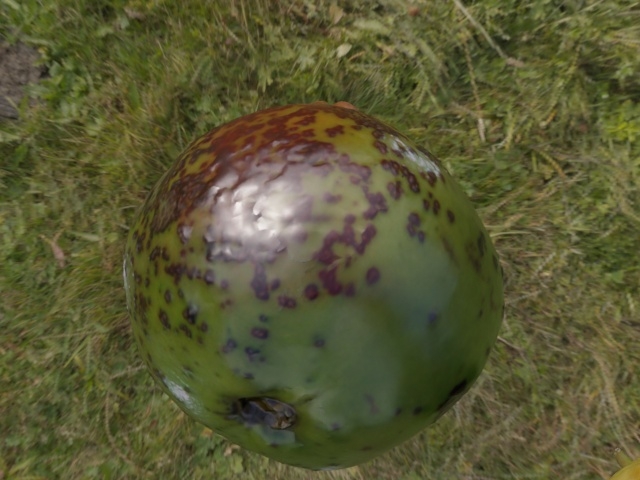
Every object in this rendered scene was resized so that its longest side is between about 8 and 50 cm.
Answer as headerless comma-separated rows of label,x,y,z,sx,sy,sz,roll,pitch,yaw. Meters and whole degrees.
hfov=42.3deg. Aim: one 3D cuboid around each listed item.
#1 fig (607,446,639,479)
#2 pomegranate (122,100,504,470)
fig,0.227,0.198,0.548,0.159,0.257,0.159,2,101,8
pomegranate,0.000,0.000,0.483,0.214,0.214,0.248,15,51,-5
